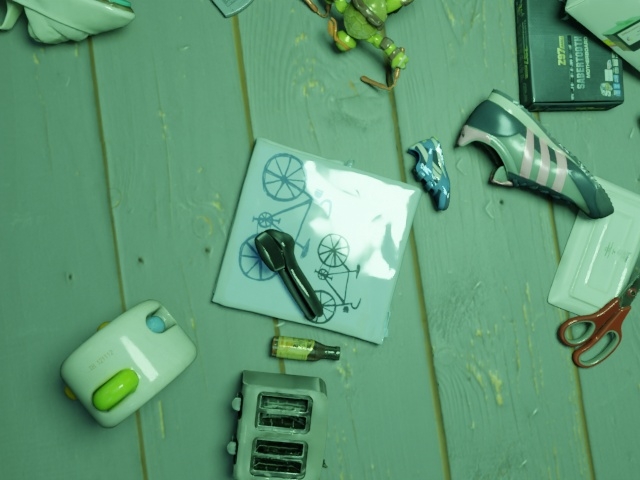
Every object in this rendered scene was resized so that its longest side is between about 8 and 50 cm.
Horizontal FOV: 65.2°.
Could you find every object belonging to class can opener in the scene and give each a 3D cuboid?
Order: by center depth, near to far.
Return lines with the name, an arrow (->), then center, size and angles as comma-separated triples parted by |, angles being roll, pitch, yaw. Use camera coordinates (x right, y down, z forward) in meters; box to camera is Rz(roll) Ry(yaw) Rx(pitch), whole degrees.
can opener -> -0.054, 0.061, 0.894 | 0.073, 0.059, 0.186 | -36, 101, -29

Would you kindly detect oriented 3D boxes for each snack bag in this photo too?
snack bag -> 0.000, 0.000, 0.941 | 0.342, 0.037, 0.323 | 15, 88, -2

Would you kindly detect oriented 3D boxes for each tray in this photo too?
tray -> 0.556, 0.021, 0.975 | 0.145, 0.030, 0.271 | 22, 87, -3

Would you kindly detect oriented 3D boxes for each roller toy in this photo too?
roller toy -> -0.321, 0.198, 0.839 | 0.146, 0.209, 0.191 | 51, 51, -1

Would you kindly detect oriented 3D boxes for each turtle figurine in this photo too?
turtle figurine -> 0.085, -0.425, 0.895 | 0.269, 0.087, 0.217 | 48, 117, 5

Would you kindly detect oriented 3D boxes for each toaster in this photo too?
toaster -> -0.066, 0.330, 0.887 | 0.185, 0.110, 0.168 | 7, 88, -3

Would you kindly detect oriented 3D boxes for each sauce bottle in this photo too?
sauce bottle -> -0.027, 0.202, 0.929 | 0.128, 0.042, 0.042 | 6, 87, -5

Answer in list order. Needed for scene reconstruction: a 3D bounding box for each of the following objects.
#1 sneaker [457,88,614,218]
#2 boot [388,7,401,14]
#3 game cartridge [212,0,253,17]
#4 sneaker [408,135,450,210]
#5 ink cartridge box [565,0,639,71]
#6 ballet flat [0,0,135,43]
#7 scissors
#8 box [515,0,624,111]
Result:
sneaker -> 0.399, -0.132, 0.947 | 0.319, 0.112, 0.131 | 44, 103, 2
boot -> 0.202, -0.517, 0.950 | 0.106, 0.082, 0.219 | 22, 85, 0
game cartridge -> -0.162, -0.468, 0.960 | 0.083, 0.017, 0.056 | -39, 87, -4
sneaker -> 0.208, -0.123, 0.951 | 0.059, 0.053, 0.144 | -12, 80, -4
ink cartridge box -> 0.596, -0.447, 0.900 | 0.278, 0.117, 0.202 | 24, 78, -22
ballet flat -> -0.523, -0.429, 0.895 | 0.400, 0.139, 0.139 | 23, 87, 2
scissors -> 0.579, 0.117, 0.943 | 0.109, 0.021, 0.297 | 44, 99, -4
box -> 0.481, -0.370, 0.971 | 0.183, 0.059, 0.233 | -1, 87, -3
